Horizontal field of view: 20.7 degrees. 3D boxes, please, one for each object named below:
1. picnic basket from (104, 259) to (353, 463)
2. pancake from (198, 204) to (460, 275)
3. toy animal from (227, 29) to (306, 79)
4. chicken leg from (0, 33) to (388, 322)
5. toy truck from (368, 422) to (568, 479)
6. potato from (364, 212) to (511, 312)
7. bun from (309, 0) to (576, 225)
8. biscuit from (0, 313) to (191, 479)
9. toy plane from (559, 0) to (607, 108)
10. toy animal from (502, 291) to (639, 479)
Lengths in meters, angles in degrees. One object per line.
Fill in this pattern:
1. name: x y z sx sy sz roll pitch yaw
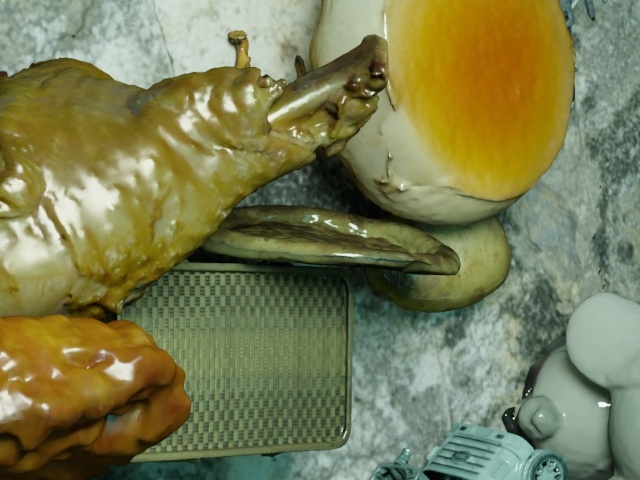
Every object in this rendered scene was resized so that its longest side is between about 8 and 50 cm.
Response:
1. picnic basket: -0.105 0.099 1.474 0.267 0.139 0.165 2 88 -39
2. pancake: 0.000 0.001 1.500 0.250 0.250 0.031 1 100 -38
3. toy animal: -0.070 -0.100 1.535 0.255 0.114 0.116 -36 133 -45
4. chicken leg: -0.145 -0.079 1.340 0.409 0.295 0.182 -25 120 -6
5. toy truck: 0.175 0.324 1.694 0.184 0.133 0.338 -44 116 -25
6. potato: 0.112 0.016 1.683 0.170 0.080 0.107 -10 103 -35
7. bun: 0.091 -0.155 1.617 0.299 0.165 0.299 6 81 -44
8. biscuit: -0.284 0.146 1.230 0.318 0.312 0.110 -5 71 -37
9. toy plane: 0.235 -0.241 1.786 0.160 0.082 0.234 -22 103 -9
10. toy animal: 0.317 0.172 1.737 0.174 0.289 0.249 -9 74 -37
